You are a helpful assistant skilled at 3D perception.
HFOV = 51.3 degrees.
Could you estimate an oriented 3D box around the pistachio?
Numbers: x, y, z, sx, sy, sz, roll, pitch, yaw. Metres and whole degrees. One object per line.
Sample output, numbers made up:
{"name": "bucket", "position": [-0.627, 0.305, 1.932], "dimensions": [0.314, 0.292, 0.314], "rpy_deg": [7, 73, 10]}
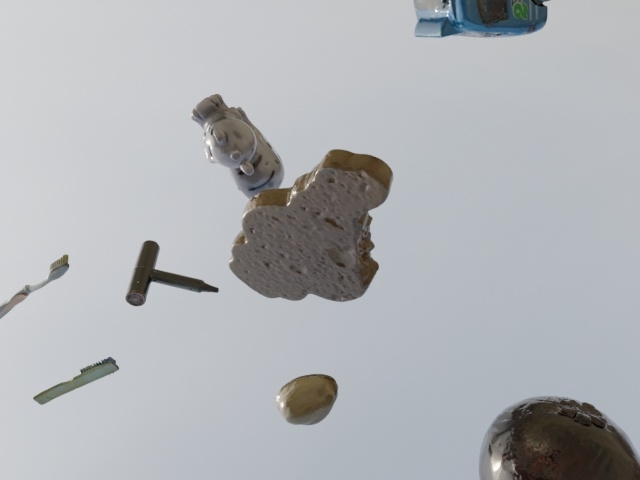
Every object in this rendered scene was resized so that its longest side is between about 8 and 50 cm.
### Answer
{"name": "pistachio", "position": [-0.027, 0.357, 1.501], "dimensions": [0.113, 0.149, 0.113], "rpy_deg": [52, -170, -13]}

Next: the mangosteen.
{"name": "mangosteen", "position": [0.419, 0.425, 1.187], "dimensions": [0.297, 0.293, 0.297], "rpy_deg": [27, -158, -12]}

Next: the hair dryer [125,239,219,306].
{"name": "hair dryer", "position": [-0.321, 0.076, 1.492], "dimensions": [0.195, 0.050, 0.173], "rpy_deg": [5, -137, -6]}

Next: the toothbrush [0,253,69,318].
{"name": "toothbrush", "position": [-0.664, 0.128, 1.456], "dimensions": [0.028, 0.375, 0.037], "rpy_deg": [29, -141, -45]}

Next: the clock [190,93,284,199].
{"name": "clock", "position": [-0.112, -0.120, 0.975], "dimensions": [0.080, 0.176, 0.117], "rpy_deg": [-35, -138, 6]}

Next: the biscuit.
{"name": "biscuit", "position": [-0.006, -0.007, 0.806], "dimensions": [0.183, 0.320, 0.047], "rpy_deg": [23, -125, -3]}

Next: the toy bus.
{"name": "toy bus", "position": [0.154, -0.329, 0.678], "dimensions": [0.134, 0.246, 0.113], "rpy_deg": [-18, -157, -17]}

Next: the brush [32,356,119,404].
{"name": "brush", "position": [-0.496, 0.282, 1.351], "dimensions": [0.178, 0.033, 0.030], "rpy_deg": [-25, -130, 0]}
